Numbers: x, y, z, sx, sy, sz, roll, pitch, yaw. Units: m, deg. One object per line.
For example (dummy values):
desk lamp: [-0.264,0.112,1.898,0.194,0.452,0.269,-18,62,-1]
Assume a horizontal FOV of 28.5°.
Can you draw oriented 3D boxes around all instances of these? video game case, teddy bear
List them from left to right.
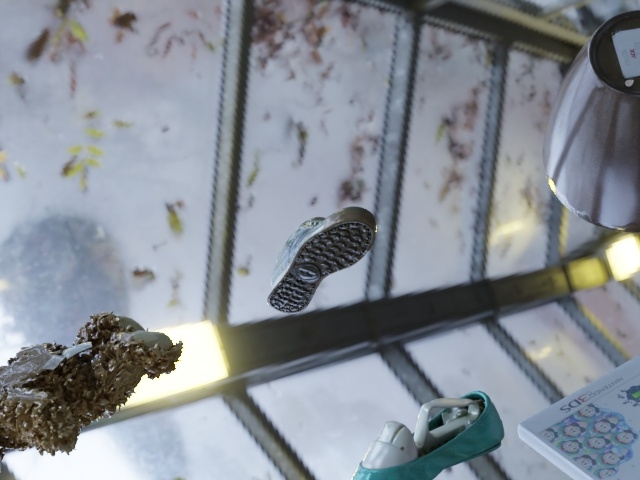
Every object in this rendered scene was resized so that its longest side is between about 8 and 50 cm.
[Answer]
teddy bear: [-0.310,0.187,1.434,0.338,0.245,0.113,-35,-63,-40]
video game case: [0.267,0.163,1.033,0.143,0.157,0.019,-24,-55,-24]

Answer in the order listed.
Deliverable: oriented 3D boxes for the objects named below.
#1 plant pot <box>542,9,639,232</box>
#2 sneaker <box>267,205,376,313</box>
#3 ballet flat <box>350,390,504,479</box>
plant pot: [0.357,-0.153,1.423,0.230,0.215,0.215,66,-163,-64]
sneaker: [0.000,0.000,1.415,0.064,0.192,0.086,25,-134,-19]
ballet flat: [0.111,0.235,1.443,0.247,0.083,0.087,-22,-77,-36]
